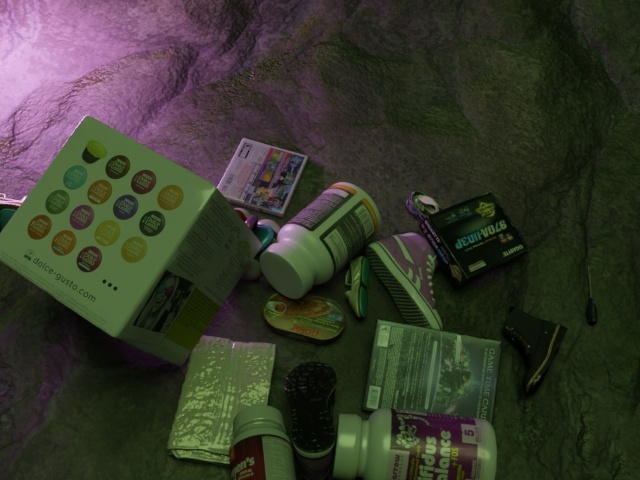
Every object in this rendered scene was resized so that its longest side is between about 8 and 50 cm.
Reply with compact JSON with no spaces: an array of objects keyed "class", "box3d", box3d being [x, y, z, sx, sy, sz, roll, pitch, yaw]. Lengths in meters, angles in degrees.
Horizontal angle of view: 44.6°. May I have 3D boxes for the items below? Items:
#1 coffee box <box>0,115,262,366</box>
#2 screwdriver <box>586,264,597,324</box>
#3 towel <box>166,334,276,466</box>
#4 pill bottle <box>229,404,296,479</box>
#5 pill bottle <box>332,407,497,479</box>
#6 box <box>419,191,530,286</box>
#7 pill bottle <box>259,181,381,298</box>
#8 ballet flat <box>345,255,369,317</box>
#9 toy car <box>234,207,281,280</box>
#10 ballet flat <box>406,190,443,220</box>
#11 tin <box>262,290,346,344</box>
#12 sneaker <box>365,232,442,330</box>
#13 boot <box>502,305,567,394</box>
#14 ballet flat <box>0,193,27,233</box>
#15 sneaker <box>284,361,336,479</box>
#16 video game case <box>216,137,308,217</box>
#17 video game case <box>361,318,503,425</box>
[{"class":"coffee box","box3d":[-0.376,0.011,1.595,0.337,0.338,0.334,29,80,19]},{"class":"screwdriver","box3d":[0.635,0.126,1.842,0.025,0.024,0.170,-14,45,22]},{"class":"towel","box3d":[-0.202,0.330,1.630,0.187,0.049,0.282,7,55,1]},{"class":"pill bottle","box3d":[-0.108,0.426,1.453,0.121,0.121,0.221,-5,41,-7]},{"class":"pill bottle","box3d":[0.178,0.417,1.520,0.301,0.169,0.169,6,56,1]},{"class":"box","box3d":[0.364,-0.007,1.845,0.220,0.051,0.175,-20,71,-32]},{"class":"pill bottle","box3d":[0.000,0.000,1.785,0.162,0.162,0.278,36,55,19]},{"class":"ballet flat","box3d":[0.083,0.112,1.803,0.052,0.057,0.168,-11,48,23]},{"class":"toy car","box3d":[-0.180,-0.010,1.809,0.182,0.136,0.159,22,57,11]},{"class":"ballet flat","box3d":[0.289,-0.058,1.916,0.188,0.070,0.070,36,61,19]},{"class":"tin","box3d":[-0.037,0.173,1.755,0.189,0.040,0.106,15,52,7]},{"class":"sneaker","box3d":[0.238,0.090,1.792,0.161,0.102,0.282,-18,59,-20]},{"class":"boot","box3d":[0.447,0.240,1.725,0.137,0.077,0.198,26,45,19]},{"class":"ballet flat","box3d":[-0.739,-0.062,1.832,0.348,0.123,0.123,10,56,3]},{"class":"sneaker","box3d":[-0.021,0.369,1.590,0.107,0.124,0.283,0,30,2]},{"class":"video game case","box3d":[-0.148,-0.162,1.985,0.183,0.023,0.201,17,55,8]},{"class":"video game case","box3d":[0.238,0.287,1.658,0.274,0.026,0.196,10,78,2]}]
